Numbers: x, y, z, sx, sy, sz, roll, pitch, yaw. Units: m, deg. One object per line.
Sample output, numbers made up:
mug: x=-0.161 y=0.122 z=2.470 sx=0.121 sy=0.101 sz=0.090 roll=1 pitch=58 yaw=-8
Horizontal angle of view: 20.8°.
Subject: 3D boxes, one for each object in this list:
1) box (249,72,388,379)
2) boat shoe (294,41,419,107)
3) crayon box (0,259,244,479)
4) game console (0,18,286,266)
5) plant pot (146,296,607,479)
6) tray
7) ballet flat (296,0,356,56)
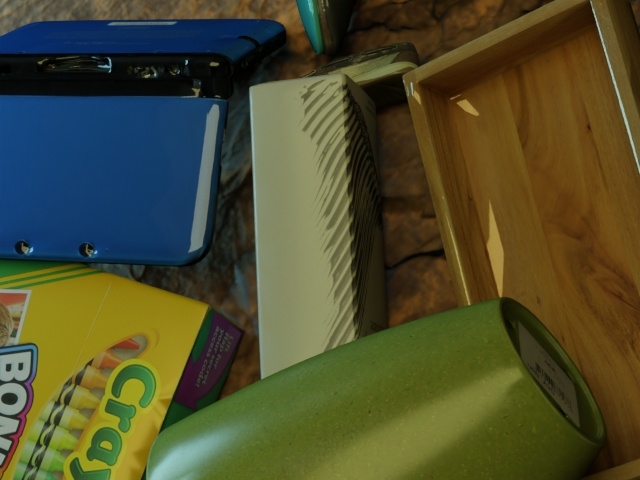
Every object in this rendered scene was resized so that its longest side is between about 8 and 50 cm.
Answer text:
box: x=0.000 y=0.000 z=1.542 sx=0.094 sy=0.113 sz=0.275 roll=-7 pitch=79 yaw=16
boat shoe: x=0.024 y=-0.147 z=1.629 sx=0.152 sy=0.056 sz=0.049 roll=-10 pitch=54 yaw=18
crayon box: x=-0.282 y=0.193 z=1.601 sx=0.313 sy=0.106 sz=0.363 roll=16 pitch=79 yaw=24
game console: x=-0.198 y=-0.101 z=1.649 sx=0.293 sy=0.250 sz=0.173 roll=3 pitch=110 yaw=20
plant pot: x=0.066 y=0.182 z=1.357 sx=0.293 sy=0.275 sz=0.275 roll=-36 pitch=64 yaw=18
tray: x=0.213 y=0.010 z=1.472 sx=0.203 sy=0.076 sz=0.411 roll=-24 pitch=67 yaw=29
ballet flat: x=-0.005 y=-0.304 z=1.665 sx=0.096 sy=0.095 sz=0.280 roll=-18 pitch=65 yaw=-10
